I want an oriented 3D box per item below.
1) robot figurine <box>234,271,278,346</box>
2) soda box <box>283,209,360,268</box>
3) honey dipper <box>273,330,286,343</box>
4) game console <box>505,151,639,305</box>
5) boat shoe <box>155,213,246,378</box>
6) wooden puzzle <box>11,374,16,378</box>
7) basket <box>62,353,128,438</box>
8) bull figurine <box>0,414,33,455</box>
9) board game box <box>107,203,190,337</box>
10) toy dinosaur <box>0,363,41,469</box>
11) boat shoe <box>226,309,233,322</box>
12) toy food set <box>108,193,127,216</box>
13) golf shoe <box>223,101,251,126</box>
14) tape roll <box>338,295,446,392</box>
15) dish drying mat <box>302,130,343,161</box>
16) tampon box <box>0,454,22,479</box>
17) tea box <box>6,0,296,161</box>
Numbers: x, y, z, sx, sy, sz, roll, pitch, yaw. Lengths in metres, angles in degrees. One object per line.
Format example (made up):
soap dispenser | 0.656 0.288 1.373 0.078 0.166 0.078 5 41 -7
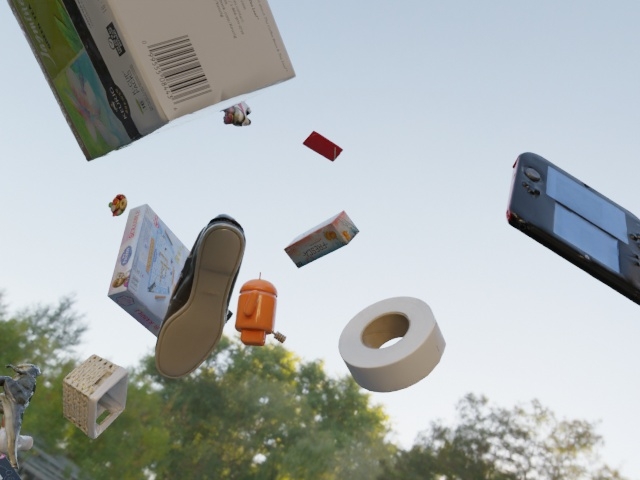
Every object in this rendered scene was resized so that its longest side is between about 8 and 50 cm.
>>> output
robot figurine | -0.197 0.213 1.703 0.128 0.220 0.158 -14 -28 37
soda box | 0.000 0.000 1.233 0.183 0.058 0.063 -27 -76 46
honey dipper | -0.185 0.292 1.835 0.160 0.031 0.030 35 -35 -15
game console | 0.615 -0.041 1.291 0.386 0.342 0.060 32 -53 1
boat shoe | -0.224 0.105 1.047 0.112 0.095 0.335 20 -74 -16
wooden puzzle | -0.754 0.341 1.252 0.078 0.116 0.014 -33 -92 31
basket | -0.538 0.368 1.311 0.103 0.113 0.167 29 -53 10
bull figurine | -0.776 0.472 1.162 0.101 0.310 0.188 65 -26 15
board game box | -0.465 0.112 1.603 0.065 0.319 0.318 -17 -44 15
toy dinosaur | -0.581 0.288 1.002 0.118 0.268 0.064 30 -76 -30
boat shoe | -0.281 0.157 1.434 0.142 0.040 0.049 47 2 15
toy food set | -0.699 -0.122 1.902 0.083 0.083 0.020 48 14 31
golf shoe | -0.260 -0.412 1.715 0.085 0.186 0.068 10 -47 -22
tape roll | 0.197 0.283 1.528 0.286 0.286 0.100 -4 -57 40
dish drying mat | 0.006 -0.164 0.965 0.032 0.008 0.083 -45 -38 20
tampon box | -0.788 0.622 1.315 0.161 0.120 0.102 29 -66 31
tea box | -0.259 -0.317 0.771 0.323 0.220 0.329 -4 -67 52
